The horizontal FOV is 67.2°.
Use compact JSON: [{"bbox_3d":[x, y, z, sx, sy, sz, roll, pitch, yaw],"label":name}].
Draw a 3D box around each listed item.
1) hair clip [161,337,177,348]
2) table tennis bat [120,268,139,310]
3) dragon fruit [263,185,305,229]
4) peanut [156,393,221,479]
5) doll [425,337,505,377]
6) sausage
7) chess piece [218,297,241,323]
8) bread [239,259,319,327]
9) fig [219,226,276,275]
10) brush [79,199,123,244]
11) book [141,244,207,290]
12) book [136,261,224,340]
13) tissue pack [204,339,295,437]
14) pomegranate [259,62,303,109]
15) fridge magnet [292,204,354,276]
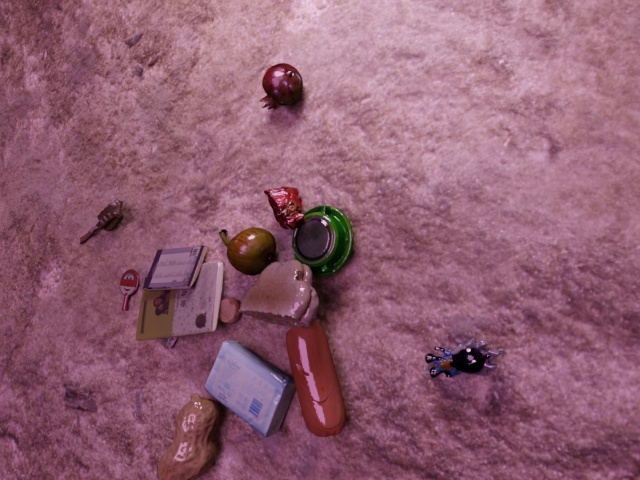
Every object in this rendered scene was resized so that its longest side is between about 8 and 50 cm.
[{"bbox_3d":[-0.511,0.307,1.664,0.054,0.022,0.137,22,94,30],"label":"hair clip"},{"bbox_3d":[-0.717,0.185,1.797,0.098,0.019,0.155,4,82,28],"label":"table tennis bat"},{"bbox_3d":[-0.116,-0.089,1.424,0.123,0.092,0.192,-56,32,18],"label":"dragon fruit"},{"bbox_3d":[-0.392,0.630,1.496,0.159,0.143,0.291,23,89,-5],"label":"peanut"},{"bbox_3d":[0.354,0.291,1.177,0.195,0.070,0.096,-21,89,32],"label":"doll"},{"bbox_3d":[-0.013,0.383,1.331,0.121,0.121,0.305,-22,72,24],"label":"sausage"},{"bbox_3d":[-0.293,0.226,1.550,0.083,0.038,0.084,-6,79,29],"label":"chess piece"},{"bbox_3d":[-0.112,0.147,1.371,0.337,0.101,0.183,-8,62,55],"label":"bread"},{"bbox_3d":[-0.259,0.016,1.504,0.259,0.151,0.152,18,92,33],"label":"fig"},{"bbox_3d":[-0.862,-0.058,1.888,0.301,0.071,0.084,-31,54,31],"label":"brush"},{"bbox_3d":[-0.500,0.096,1.653,0.231,0.026,0.158,-5,56,30],"label":"book"},{"bbox_3d":[-0.478,0.208,1.621,0.351,0.035,0.239,-11,64,27],"label":"book"},{"bbox_3d":[-0.211,0.438,1.450,0.263,0.089,0.177,25,94,31],"label":"tissue pack"},{"bbox_3d":[-0.133,-0.485,1.514,0.159,0.129,0.130,-6,80,36],"label":"pomegranate"},{"bbox_3d":[0.000,0.000,1.393,0.207,0.088,0.208,-5,81,33],"label":"fridge magnet"}]
